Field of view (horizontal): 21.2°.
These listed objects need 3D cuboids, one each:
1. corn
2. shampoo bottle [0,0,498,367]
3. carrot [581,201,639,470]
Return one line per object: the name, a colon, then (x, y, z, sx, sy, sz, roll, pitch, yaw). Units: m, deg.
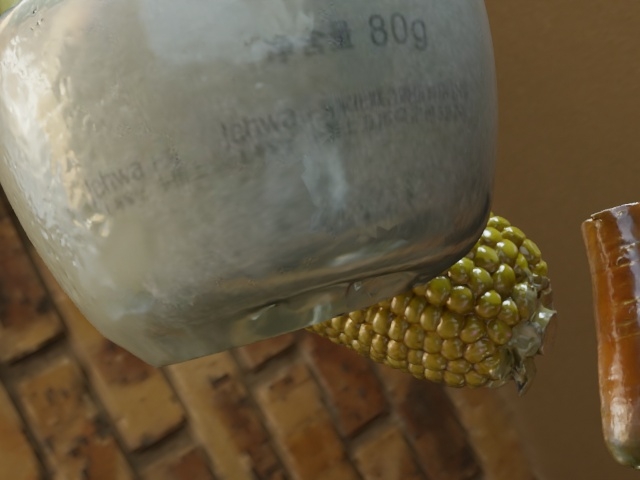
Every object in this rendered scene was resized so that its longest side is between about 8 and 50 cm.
corn: (0.000, 0.000, 1.307, 0.387, 0.144, 0.144, 24, -52, 15)
shampoo bottle: (-0.048, -0.092, 1.065, 0.322, 0.322, 0.317, -30, -106, 48)
carrot: (0.236, 0.068, 1.220, 0.087, 0.087, 0.193, -19, -112, 48)
